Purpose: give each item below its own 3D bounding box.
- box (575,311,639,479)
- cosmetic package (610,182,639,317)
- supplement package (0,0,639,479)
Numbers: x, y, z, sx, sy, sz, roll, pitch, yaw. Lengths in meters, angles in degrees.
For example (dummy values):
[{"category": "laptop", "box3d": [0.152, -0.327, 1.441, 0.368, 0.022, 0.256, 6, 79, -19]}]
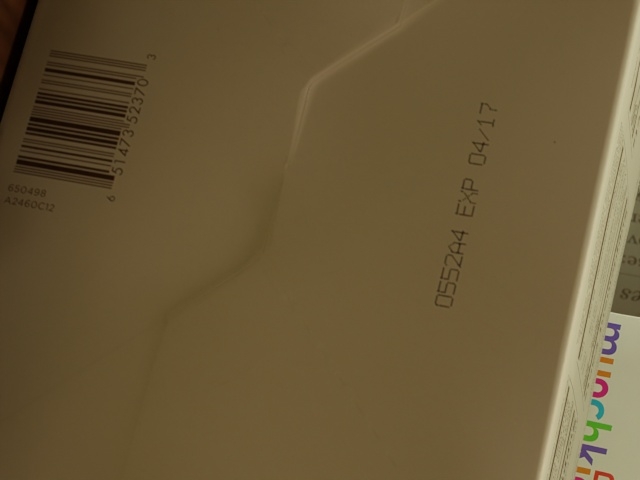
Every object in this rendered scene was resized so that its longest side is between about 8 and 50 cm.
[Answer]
[{"category": "box", "box3d": [0.034, 0.158, 0.858, 0.127, 0.231, 0.262, 74, 30, -63]}, {"category": "cosmetic package", "box3d": [0.215, -0.058, 1.241, 0.327, 0.329, 0.394, -64, 161, -50]}, {"category": "supplement package", "box3d": [0.000, 0.000, 0.640, 0.145, 0.204, 0.262, 63, 39, -68]}]
